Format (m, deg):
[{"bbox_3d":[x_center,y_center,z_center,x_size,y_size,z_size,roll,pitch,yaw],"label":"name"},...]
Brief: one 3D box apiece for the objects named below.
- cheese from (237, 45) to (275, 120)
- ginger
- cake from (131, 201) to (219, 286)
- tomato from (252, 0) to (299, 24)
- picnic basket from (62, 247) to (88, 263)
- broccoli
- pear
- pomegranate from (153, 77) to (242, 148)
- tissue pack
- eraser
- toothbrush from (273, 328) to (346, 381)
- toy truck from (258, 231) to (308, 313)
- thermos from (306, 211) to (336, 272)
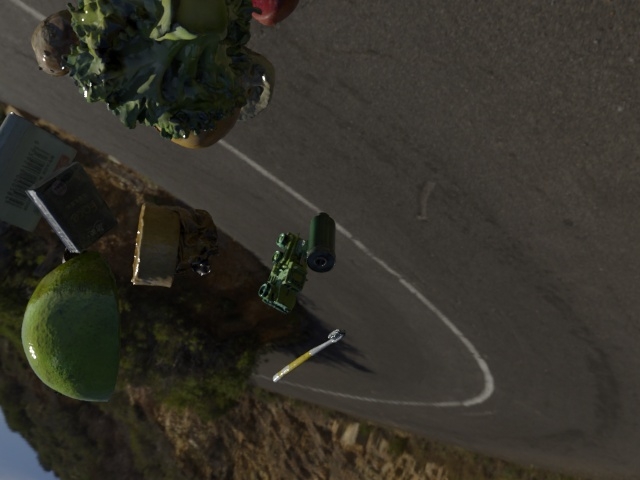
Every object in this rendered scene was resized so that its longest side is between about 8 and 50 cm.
[{"bbox_3d":[-0.316,-0.529,1.748,0.318,0.115,0.326,-25,154,27],"label":"cheese"},{"bbox_3d":[-0.746,-0.642,1.636,0.155,0.304,0.244,50,144,6],"label":"ginger"},{"bbox_3d":[-0.541,0.026,1.992,0.321,0.332,0.332,6,168,-21],"label":"cake"},{"bbox_3d":[-0.142,-0.878,1.735,0.170,0.309,0.309,11,159,35],"label":"tomato"},{"bbox_3d":[-0.637,0.043,1.365,0.072,0.072,0.083,29,147,-21],"label":"picnic basket"},{"bbox_3d":[-0.255,-0.354,0.879,0.334,0.324,0.272,11,148,-35],"label":"broccoli"},{"bbox_3d":[-0.471,0.142,0.993,0.139,0.239,0.288,5,-137,-46],"label":"pear"},{"bbox_3d":[-0.347,-0.408,1.452,0.307,0.307,0.307,20,162,7],"label":"pomegranate"},{"bbox_3d":[-0.501,-0.067,1.060,0.051,0.112,0.156,2,128,36],"label":"tissue pack"},{"bbox_3d":[-0.692,-0.154,1.200,0.081,0.227,0.174,17,168,38],"label":"eraser"},{"bbox_3d":[-0.036,0.287,1.283,0.024,0.021,0.288,22,132,-33],"label":"toothbrush"},{"bbox_3d":[-0.095,0.101,1.706,0.128,0.259,0.135,33,157,-28],"label":"toy truck"},{"bbox_3d":[0.004,-0.002,1.350,0.073,0.187,0.083,8,129,-3],"label":"thermos"}]
